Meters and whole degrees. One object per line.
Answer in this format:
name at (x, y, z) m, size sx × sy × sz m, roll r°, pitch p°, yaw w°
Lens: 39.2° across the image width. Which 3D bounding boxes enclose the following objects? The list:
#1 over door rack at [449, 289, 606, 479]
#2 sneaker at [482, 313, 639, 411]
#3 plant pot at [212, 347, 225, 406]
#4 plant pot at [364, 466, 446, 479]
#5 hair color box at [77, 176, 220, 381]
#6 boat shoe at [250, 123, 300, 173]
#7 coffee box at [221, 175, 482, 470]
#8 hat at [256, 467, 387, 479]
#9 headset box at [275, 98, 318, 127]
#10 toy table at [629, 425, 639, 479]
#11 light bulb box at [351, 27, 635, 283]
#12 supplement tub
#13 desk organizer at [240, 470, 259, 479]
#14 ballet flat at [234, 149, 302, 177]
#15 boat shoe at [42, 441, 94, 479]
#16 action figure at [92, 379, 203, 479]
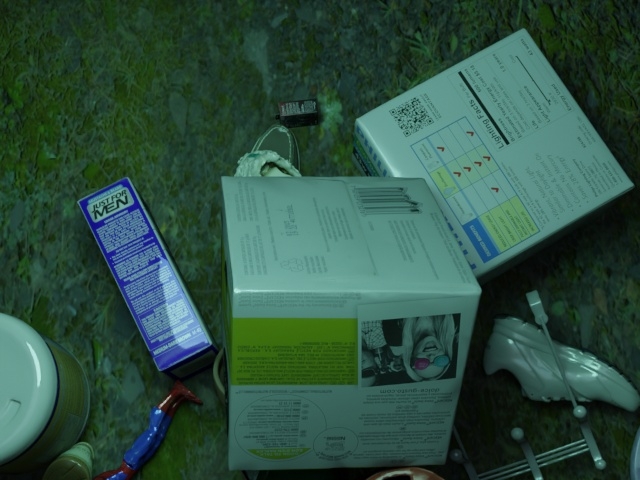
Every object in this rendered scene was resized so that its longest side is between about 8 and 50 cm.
over door rack at (0.320, 0.280, 1.539) m, size 0.239 × 0.108 × 0.324 m, roll -22°, pitch 86°, yaw 10°
sneaker at (0.431, 0.241, 1.622) m, size 0.297 × 0.111 × 0.129 m, roll 25°, pitch 90°, yaw 11°
plant pot at (-0.070, 0.266, 1.567) m, size 0.237 × 0.110 × 0.237 m, roll 4°, pitch 31°, yaw -2°
plant pot at (0.149, 0.493, 1.408) m, size 0.272 × 0.265 × 0.272 m, roll -6°, pitch 57°, yaw 10°
hair color box at (-0.300, 0.075, 1.604) m, size 0.110 × 0.185 × 0.339 m, roll -26°, pitch 76°, yaw -6°
boat shoe at (-0.107, -0.089, 1.700) m, size 0.109 × 0.091 × 0.305 m, roll 14°, pitch 75°, yaw 3°
coffee box at (0.018, 0.120, 1.392) m, size 0.338 × 0.334 × 0.337 m, roll 0°, pitch 31°, yaw -8°
hat at (0.004, 0.421, 1.480) m, size 0.173 × 0.183 × 0.208 m, roll 22°, pitch 85°, yaw -21°
headset box at (-0.048, -0.248, 1.762) m, size 0.083 × 0.062 × 0.032 m, roll -7°, pitch 74°, yaw -4°
toy table at (0.659, 0.349, 1.551) m, size 0.252 × 0.161 × 0.274 m, roll 23°, pitch 76°, yaw 6°
light bulb box at (0.298, -0.127, 1.647) m, size 0.361 × 0.225 × 0.358 m, roll -29°, pitch 77°, yaw -8°
supplement tub at (-0.516, 0.260, 1.473) m, size 0.241 × 0.331 × 0.241 m, roll 0°, pitch 74°, yaw 0°
desk organizer at (-0.081, 0.382, 1.589) m, size 0.130 × 0.050 × 0.047 m, roll -29°, pitch 77°, yaw -9°
ballet flat at (0.000, 0.000, 1.600) m, size 0.409 × 0.147 × 0.147 m, roll 46°, pitch 78°, yaw -6°
boat shoe at (-0.444, 0.476, 1.513) m, size 0.104 × 0.089 × 0.285 m, roll 26°, pitch 103°, yaw -3°
action figure at (-0.292, 0.395, 1.560) m, size 0.139 × 0.091 × 0.280 m, roll 38°, pitch 77°, yaw 19°
